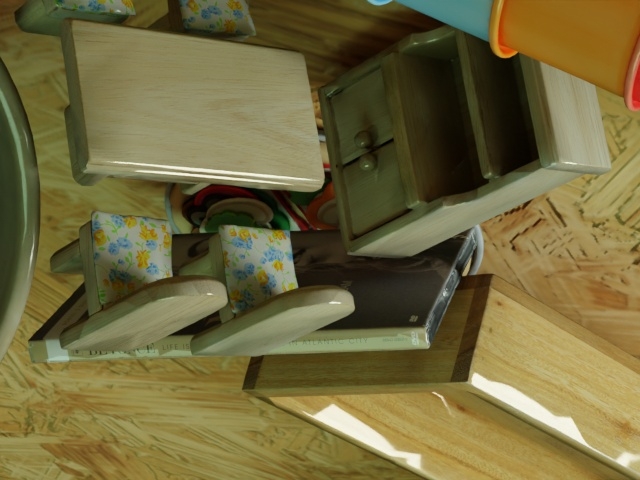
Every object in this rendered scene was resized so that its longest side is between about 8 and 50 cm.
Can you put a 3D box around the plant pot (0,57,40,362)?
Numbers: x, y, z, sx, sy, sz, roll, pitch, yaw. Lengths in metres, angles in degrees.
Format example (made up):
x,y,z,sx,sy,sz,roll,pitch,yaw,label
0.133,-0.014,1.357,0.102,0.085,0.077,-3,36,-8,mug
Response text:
x,y,z,sx,sy,sz,roll,pitch,yaw,label
-0.342,-0.040,0.990,0.323,0.323,0.280,40,176,-36,plant pot

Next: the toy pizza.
x,y,z,sx,sy,sz,roll,pitch,yaw,label
0.000,0.000,1.201,0.201,0.032,0.201,9,148,6,toy pizza

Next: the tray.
x,y,z,sx,sy,sz,roll,pitch,yaw,label
0.172,0.136,1.256,0.411,0.076,0.203,28,158,-34,tray

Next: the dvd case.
x,y,z,sx,sy,sz,roll,pitch,yaw,label
-0.033,0.026,1.090,0.221,0.164,0.018,-3,109,15,dvd case

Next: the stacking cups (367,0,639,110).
x,y,z,sx,sy,sz,roll,pitch,yaw,label
0.064,-0.133,0.816,0.316,0.096,0.096,25,152,20,stacking cups

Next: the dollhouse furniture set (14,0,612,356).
x,y,z,sx,sy,sz,roll,pitch,yaw,label
-0.006,-0.067,0.943,0.242,0.212,0.161,4,159,-39,dollhouse furniture set
